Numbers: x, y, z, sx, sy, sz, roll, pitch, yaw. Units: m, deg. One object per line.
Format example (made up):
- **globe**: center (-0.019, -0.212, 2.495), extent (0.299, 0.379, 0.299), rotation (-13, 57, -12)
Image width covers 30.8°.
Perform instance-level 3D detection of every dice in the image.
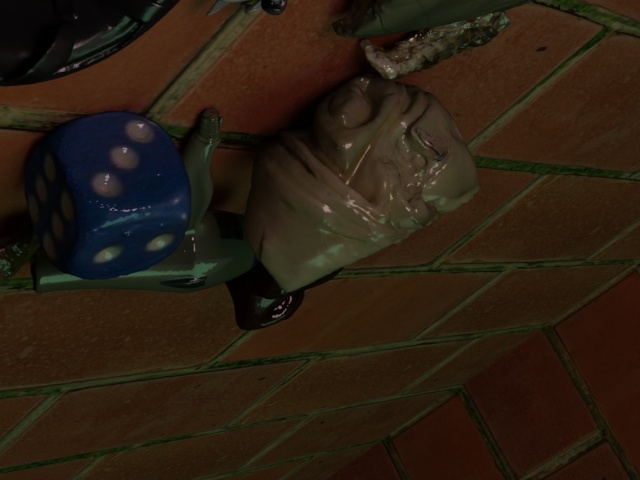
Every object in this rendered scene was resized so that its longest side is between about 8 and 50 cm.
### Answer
- **dice**: center (-0.232, -0.047, 1.276), extent (0.146, 0.146, 0.143), rotation (-13, 153, -32)

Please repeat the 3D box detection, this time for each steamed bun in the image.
- **steamed bun**: center (0.041, -0.087, 1.445), extent (0.275, 0.206, 0.320), rotation (-22, -171, 34)

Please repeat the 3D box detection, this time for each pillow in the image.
- **pillow**: center (0.182, -0.297, 1.231), extent (0.274, 0.076, 0.281), rotation (-16, 177, -25)

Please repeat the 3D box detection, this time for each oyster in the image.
- **oyster**: center (0.145, -0.234, 1.421), extent (0.200, 0.061, 0.106), rotation (-24, 160, -10)

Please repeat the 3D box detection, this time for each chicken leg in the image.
- **chicken leg**: center (-0.362, 0.004, 1.360), extent (0.178, 0.070, 0.093), rotation (-30, 155, -14)

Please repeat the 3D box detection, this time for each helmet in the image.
- **helmet**: center (-0.194, -0.249, 0.828), extent (0.279, 0.160, 0.230), rotation (-40, 158, -2)

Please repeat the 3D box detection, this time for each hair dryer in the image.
- **hair dryer**: center (-0.233, -0.020, 1.452), extent (0.296, 0.119, 0.298), rotation (-21, 143, -6)

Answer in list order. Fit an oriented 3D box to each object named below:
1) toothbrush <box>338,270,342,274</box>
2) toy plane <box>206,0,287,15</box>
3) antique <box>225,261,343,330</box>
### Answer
- **toothbrush**: center (0.002, -0.001, 1.850), extent (0.030, 0.025, 0.342), rotation (-25, 160, -2)
- **toy plane**: center (-0.030, -0.265, 1.132), extent (0.171, 0.065, 0.162), rotation (-17, 169, -14)
- **antique**: center (-0.052, 0.041, 1.732), extent (0.143, 0.121, 0.257), rotation (-8, 154, -31)
